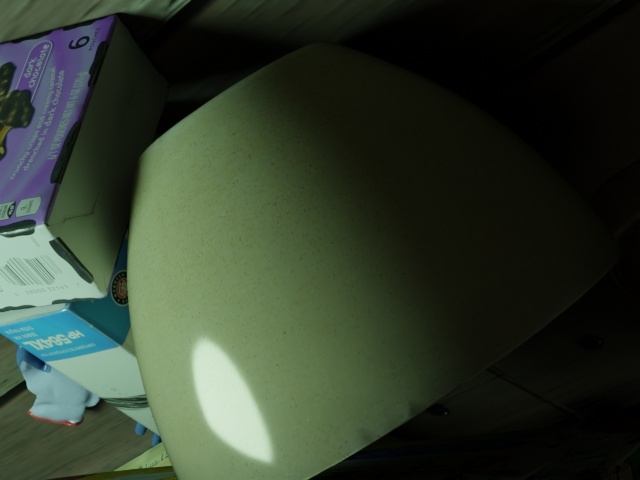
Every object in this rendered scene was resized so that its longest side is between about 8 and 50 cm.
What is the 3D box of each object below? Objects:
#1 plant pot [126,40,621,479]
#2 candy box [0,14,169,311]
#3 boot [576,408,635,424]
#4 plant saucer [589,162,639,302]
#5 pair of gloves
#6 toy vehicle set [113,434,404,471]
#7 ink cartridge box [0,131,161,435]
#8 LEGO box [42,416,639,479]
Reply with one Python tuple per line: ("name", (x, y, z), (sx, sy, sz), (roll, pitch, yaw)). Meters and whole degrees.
("plant pot", (0.000, 0.000, 0.806), (0.284, 0.284, 0.191), (-33, 90, 43))
("candy box", (-0.207, -0.038, 0.851), (0.196, 0.165, 0.070), (-9, 139, 25))
("boot", (0.266, 0.235, 1.172), (0.236, 0.085, 0.178), (28, 143, -13))
("plant saucer", (0.255, 0.004, 0.910), (0.168, 0.029, 0.168), (7, 143, 5))
("pair of gloves", (-0.159, 0.126, 1.182), (0.198, 0.023, 0.159), (14, 144, -8))
("toy vehicle set", (-0.073, 0.214, 1.243), (0.166, 0.035, 0.267), (21, 144, -31))
("ink cartridge box", (-0.097, 0.041, 0.940), (0.086, 0.148, 0.203), (-15, 137, 39))
("LEGO box", (-0.061, 0.254, 0.827), (0.500, 0.193, 0.372), (-10, -179, 26))
